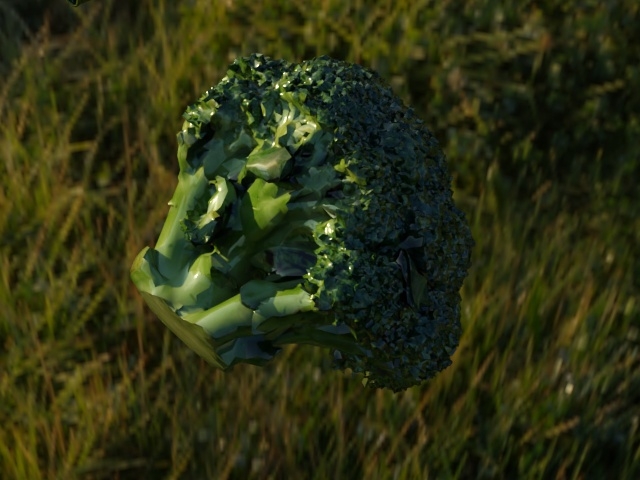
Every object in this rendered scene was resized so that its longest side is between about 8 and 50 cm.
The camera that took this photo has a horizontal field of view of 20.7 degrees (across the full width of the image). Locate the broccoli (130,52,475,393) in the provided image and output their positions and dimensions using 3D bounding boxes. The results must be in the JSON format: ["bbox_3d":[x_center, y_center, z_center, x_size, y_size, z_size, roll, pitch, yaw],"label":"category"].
[{"bbox_3d":[0.000,0.000,0.834,0.195,0.195,0.156,39,72,20],"label":"broccoli"}]

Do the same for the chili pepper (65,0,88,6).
[{"bbox_3d":[-0.132,-0.160,1.039,0.027,0.022,0.083,14,33,6],"label":"chili pepper"}]
